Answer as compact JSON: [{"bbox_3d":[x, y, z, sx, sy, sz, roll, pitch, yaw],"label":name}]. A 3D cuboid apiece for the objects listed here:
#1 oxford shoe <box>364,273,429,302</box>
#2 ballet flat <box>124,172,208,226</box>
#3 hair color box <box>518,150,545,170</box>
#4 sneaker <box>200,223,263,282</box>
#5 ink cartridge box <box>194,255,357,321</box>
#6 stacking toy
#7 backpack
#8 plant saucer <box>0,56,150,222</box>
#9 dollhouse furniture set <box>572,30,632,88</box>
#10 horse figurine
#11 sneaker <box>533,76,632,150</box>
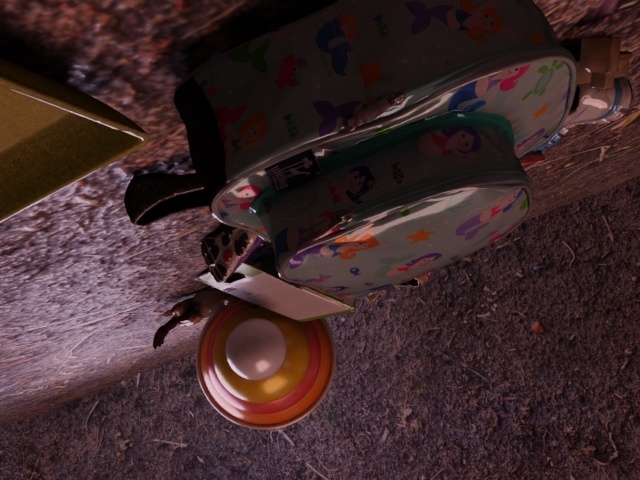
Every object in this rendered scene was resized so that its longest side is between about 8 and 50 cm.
[{"bbox_3d":[0.248,0.045,1.598,0.396,0.147,0.140,-21,169,-21],"label":"oxford shoe"},{"bbox_3d":[-0.098,-0.043,0.585,0.173,0.049,0.057,-8,155,-11],"label":"ballet flat"},{"bbox_3d":[0.297,-0.123,1.078,0.093,0.054,0.167,-12,165,-41],"label":"hair color box"},{"bbox_3d":[-0.117,0.010,0.882,0.071,0.068,0.170,-21,172,-40],"label":"sneaker"},{"bbox_3d":[-0.077,0.063,1.153,0.255,0.097,0.188,26,154,-28],"label":"ink cartridge box"},{"bbox_3d":[-0.120,0.249,1.336,0.350,0.351,0.480,-20,170,-9],"label":"stacking toy"},{"bbox_3d":[0.055,-0.076,0.441,0.253,0.191,0.225,-31,160,11],"label":"backpack"},{"bbox_3d":[-0.226,-0.055,0.341,0.188,0.045,0.188,-24,170,14],"label":"plant saucer"},{"bbox_3d":[0.328,-0.229,0.635,0.144,0.123,0.151,-16,-156,-30],"label":"dollhouse furniture set"},{"bbox_3d":[-0.240,0.137,1.285,0.263,0.066,0.174,-27,179,-13],"label":"horse figurine"},{"bbox_3d":[0.295,-0.169,0.787,0.082,0.072,0.190,1,169,-22],"label":"sneaker"}]
